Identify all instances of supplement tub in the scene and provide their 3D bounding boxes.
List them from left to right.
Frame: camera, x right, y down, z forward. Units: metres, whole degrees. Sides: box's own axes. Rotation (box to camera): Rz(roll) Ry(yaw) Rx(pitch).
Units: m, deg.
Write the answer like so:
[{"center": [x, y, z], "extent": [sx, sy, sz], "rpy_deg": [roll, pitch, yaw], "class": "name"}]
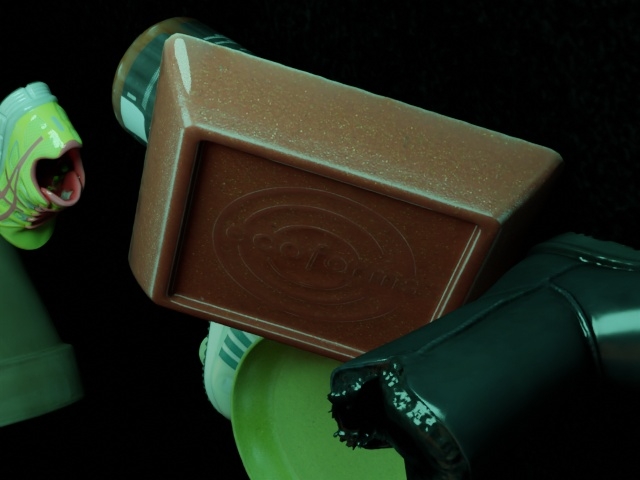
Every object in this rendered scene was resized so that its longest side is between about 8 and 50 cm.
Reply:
[{"center": [-0.057, -0.080, 1.105], "extent": [0.198, 0.106, 0.106], "rpy_deg": [35, 142, 36], "class": "supplement tub"}]

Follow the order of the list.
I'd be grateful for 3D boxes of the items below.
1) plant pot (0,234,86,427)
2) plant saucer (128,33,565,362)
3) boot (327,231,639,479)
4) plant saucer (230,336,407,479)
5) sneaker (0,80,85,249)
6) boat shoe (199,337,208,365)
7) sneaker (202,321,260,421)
[{"center": [-0.441, 0.073, 1.658], "extent": [0.323, 0.323, 0.281], "rpy_deg": [-13, 89, 59], "class": "plant pot"}, {"center": [0.000, 0.000, 1.009], "extent": [0.258, 0.048, 0.259], "rpy_deg": [17, 142, -1], "class": "plant saucer"}, {"center": [0.145, 0.082, 0.848], "extent": [0.246, 0.207, 0.094], "rpy_deg": [15, 129, 49], "class": "boot"}, {"center": [0.030, 0.169, 1.221], "extent": [0.241, 0.037, 0.241], "rpy_deg": [19, 124, 31], "class": "plant saucer"}, {"center": [-0.273, -0.051, 1.475], "extent": [0.094, 0.081, 0.208], "rpy_deg": [43, 146, 22], "class": "sneaker"}, {"center": [-0.051, 0.130, 1.348], "extent": [0.133, 0.042, 0.049], "rpy_deg": [44, 120, 22], "class": "boat shoe"}, {"center": [-0.052, 0.089, 1.273], "extent": [0.075, 0.057, 0.161], "rpy_deg": [19, 116, 34], "class": "sneaker"}]
